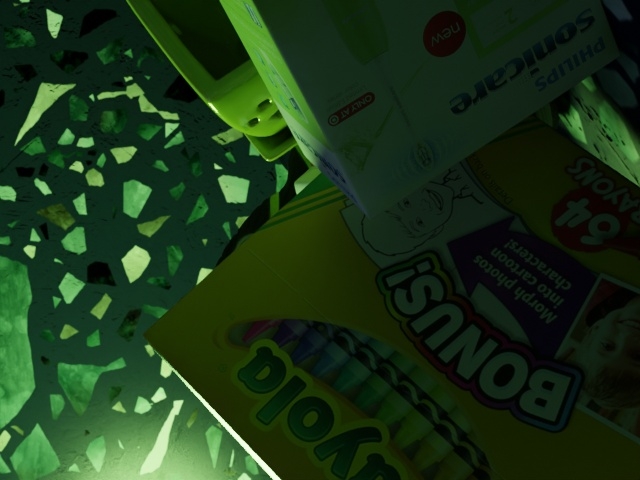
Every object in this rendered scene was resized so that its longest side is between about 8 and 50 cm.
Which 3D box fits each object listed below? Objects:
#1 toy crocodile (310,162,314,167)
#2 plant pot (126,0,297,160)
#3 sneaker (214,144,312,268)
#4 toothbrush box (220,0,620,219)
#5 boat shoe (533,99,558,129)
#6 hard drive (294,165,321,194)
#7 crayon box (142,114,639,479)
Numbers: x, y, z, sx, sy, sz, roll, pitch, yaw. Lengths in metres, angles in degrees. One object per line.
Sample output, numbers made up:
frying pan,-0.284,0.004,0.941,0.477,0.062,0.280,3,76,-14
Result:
toy crocodile,0.025,-0.105,1.522,0.340,0.105,0.115,62,177,16
plant pot,-0.044,-0.228,1.347,0.227,0.228,0.207,54,180,27
sneaker,0.000,0.000,1.642,0.145,0.385,0.147,21,162,42
toothbrush box,0.037,-0.192,0.858,0.283,0.206,0.122,61,173,-34
boat shoe,0.088,-0.174,1.096,0.257,0.095,0.095,56,175,7
hard drive,0.140,0.021,1.320,0.353,0.047,0.233,1,127,56
crayon box,0.110,0.085,0.931,0.363,0.313,0.106,40,167,34
